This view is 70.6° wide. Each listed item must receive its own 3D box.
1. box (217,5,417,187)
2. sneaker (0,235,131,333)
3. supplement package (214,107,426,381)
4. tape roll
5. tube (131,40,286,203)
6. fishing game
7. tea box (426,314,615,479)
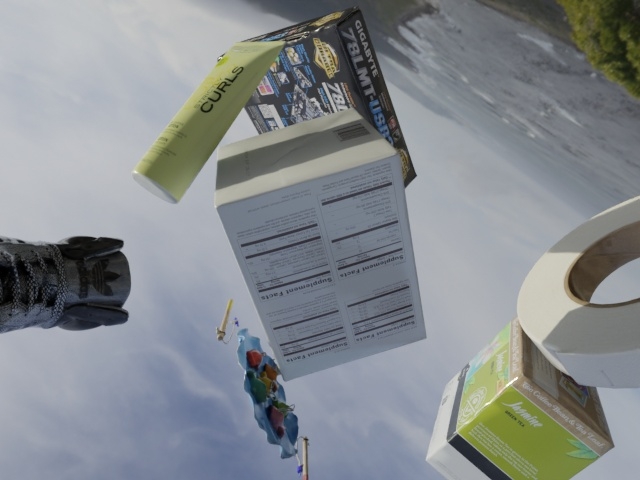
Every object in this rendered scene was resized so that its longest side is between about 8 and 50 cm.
[{"bbox_3d":[-0.007,-0.219,0.793,0.293,0.073,0.295,8,138,44],"label":"box"},{"bbox_3d":[-0.235,0.032,0.366,0.153,0.101,0.268,-3,176,-26],"label":"sneaker"},{"bbox_3d":[0.000,0.000,0.594,0.199,0.198,0.262,-110,4,-59],"label":"supplement package"},{"bbox_3d":[0.498,0.056,0.701,0.072,0.392,0.392,49,-161,-10],"label":"tape roll"},{"bbox_3d":[-0.135,-0.157,0.547,0.070,0.240,0.062,32,163,-4],"label":"tube"},{"bbox_3d":[-0.065,0.205,0.628,0.189,0.041,0.264,-111,-4,-82],"label":"fishing game"},{"bbox_3d":[0.455,0.401,1.069,0.220,0.323,0.329,39,-156,9],"label":"tea box"}]
